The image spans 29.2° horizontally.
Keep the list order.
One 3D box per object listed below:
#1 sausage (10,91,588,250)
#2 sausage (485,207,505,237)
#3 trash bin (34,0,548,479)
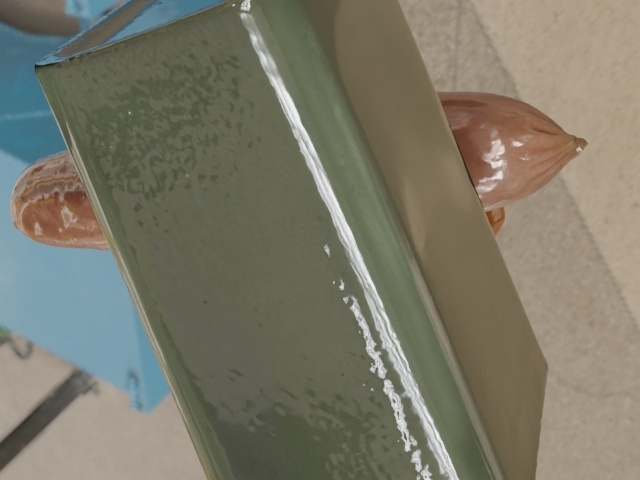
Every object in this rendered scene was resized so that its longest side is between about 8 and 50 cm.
[{"bbox_3d":[-0.042,-0.043,0.792,0.433,0.088,0.088,-5,122,31],"label":"sausage"},{"bbox_3d":[0.114,0.011,1.175,0.089,0.089,0.179,30,102,17],"label":"sausage"},{"bbox_3d":[0.000,0.000,0.521,0.122,0.164,0.240,-15,109,21],"label":"trash bin"}]
